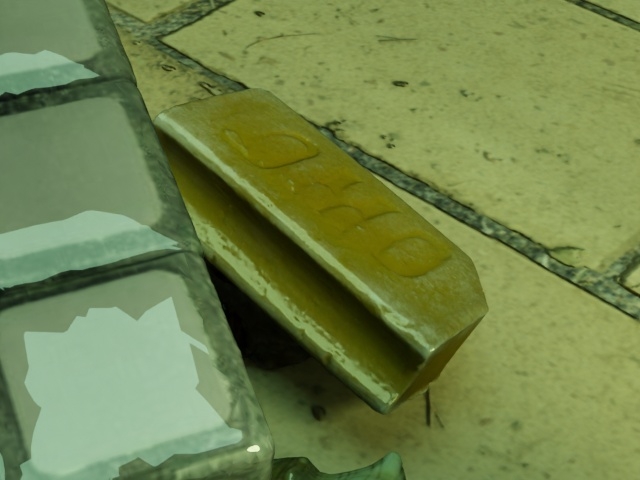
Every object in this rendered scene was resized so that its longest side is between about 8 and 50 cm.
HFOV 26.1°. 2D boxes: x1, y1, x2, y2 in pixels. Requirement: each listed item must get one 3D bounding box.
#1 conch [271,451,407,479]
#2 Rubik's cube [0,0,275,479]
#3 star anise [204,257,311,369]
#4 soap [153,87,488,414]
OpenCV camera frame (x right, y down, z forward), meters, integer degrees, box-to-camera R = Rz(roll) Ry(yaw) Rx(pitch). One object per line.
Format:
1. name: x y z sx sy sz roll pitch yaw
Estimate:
1. conch: 0.010 0.185 0.723 0.137 0.114 0.234 -28 52 -12
2. Rubik's cube: -0.213 0.084 0.644 0.303 0.301 0.305 -14 58 -18
3. star anise: -0.104 0.015 0.948 0.262 0.081 0.230 37 51 22
4. soap: 0.000 0.000 0.897 0.232 0.073 0.140 41 30 16
